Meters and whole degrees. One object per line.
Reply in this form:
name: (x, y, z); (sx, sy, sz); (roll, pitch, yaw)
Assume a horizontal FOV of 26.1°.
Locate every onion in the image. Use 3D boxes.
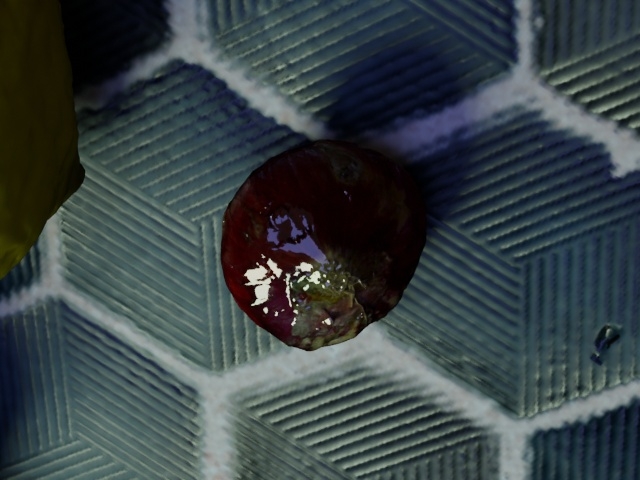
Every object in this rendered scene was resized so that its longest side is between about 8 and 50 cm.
onion: (0.000, 0.000, 0.682); (0.107, 0.097, 0.107); (-17, 128, -22)

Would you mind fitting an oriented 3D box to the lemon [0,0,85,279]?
lemon: (-0.252, -0.070, 0.618); (0.321, 0.268, 0.268); (1, 122, -30)
